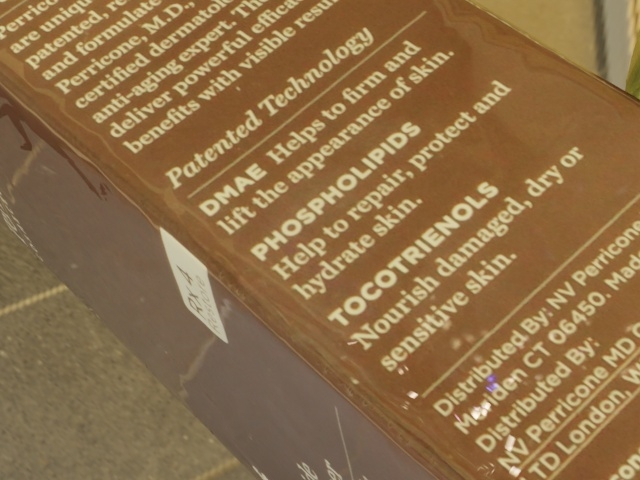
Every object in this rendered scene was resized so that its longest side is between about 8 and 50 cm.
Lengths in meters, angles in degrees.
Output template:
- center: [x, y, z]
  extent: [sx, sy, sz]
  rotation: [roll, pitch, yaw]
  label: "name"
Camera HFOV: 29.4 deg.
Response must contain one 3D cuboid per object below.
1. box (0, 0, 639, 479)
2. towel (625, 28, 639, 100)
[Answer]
- center: [0.000, 0.000, 0.458]
  extent: [0.143, 0.381, 0.191]
  rotation: [-38, 146, -18]
  label: "box"
- center: [0.135, -0.135, 0.362]
  extent: [0.237, 0.021, 0.102]
  rotation: [88, 22, -70]
  label: "towel"
